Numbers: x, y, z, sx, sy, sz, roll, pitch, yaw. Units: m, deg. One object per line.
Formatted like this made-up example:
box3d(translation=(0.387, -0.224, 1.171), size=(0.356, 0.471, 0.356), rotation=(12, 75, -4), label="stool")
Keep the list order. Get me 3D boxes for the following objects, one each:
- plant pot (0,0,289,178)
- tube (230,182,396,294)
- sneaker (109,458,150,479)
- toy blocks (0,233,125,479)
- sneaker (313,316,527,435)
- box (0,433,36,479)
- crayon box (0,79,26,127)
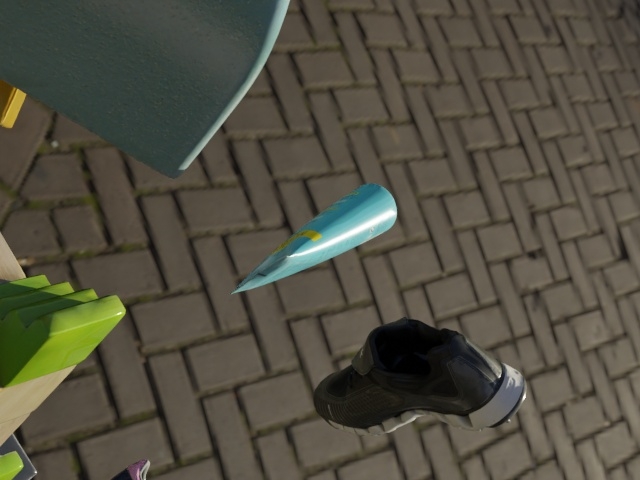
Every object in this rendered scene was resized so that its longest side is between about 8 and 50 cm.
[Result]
box3d(translation=(-0.141, -0.261, 1.126), size=(0.247, 0.252, 0.248), rotation=(30, 43, -25), label="plant pot")
box3d(translation=(0.000, 0.000, 1.202), size=(0.052, 0.080, 0.207), rotation=(53, 38, 4), label="tube")
box3d(translation=(-0.237, 0.506, 2.168), size=(0.319, 0.112, 0.131), rotation=(39, 75, 7), label="sneaker")
box3d(translation=(-0.298, 0.043, 0.690), size=(0.190, 0.381, 0.261), rotation=(-16, 69, -50), label="toy blocks")
box3d(translation=(0.062, 0.111, 1.091), size=(0.106, 0.234, 0.078), rotation=(46, 57, -24), label="sneaker")
box3d(translation=(-0.606, 0.264, 1.822), size=(0.182, 0.294, 0.296), rotation=(-38, 105, -34), label="box")
box3d(translation=(-0.456, -0.213, 1.486), size=(0.323, 0.203, 0.083), rotation=(23, 89, -11), label="crayon box")
